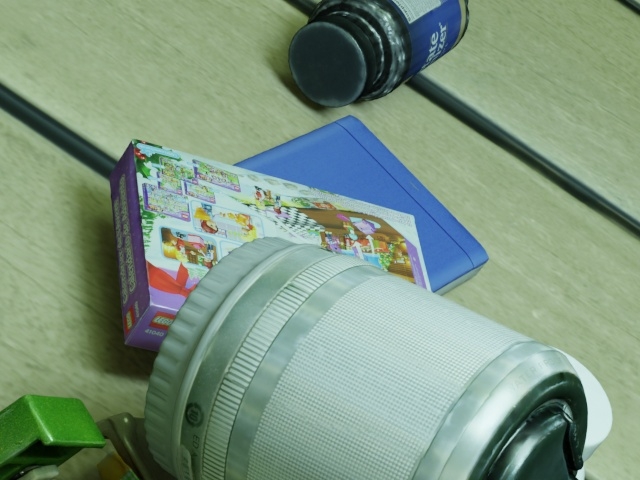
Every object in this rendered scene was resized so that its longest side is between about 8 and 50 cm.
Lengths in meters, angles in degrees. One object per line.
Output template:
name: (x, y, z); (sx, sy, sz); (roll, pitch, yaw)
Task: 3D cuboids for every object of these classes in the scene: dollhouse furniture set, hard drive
dollhouse furniture set: (-0.163, 0.242, 1.482); (0.197, 0.151, 0.301); (58, 14, 17)
hard drive: (0.000, 0.000, 1.880); (0.210, 0.040, 0.319); (47, 39, 14)

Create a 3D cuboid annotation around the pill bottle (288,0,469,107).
pill bottle: (0.060, -0.220, 2.092); (0.123, 0.123, 0.219); (42, 39, 8)

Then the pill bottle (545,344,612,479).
pill bottle: (0.128, 0.197, 1.599); (0.136, 0.245, 0.136); (21, 40, -18)

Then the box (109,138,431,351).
box: (-0.037, 0.031, 1.735); (0.293, 0.057, 0.201); (15, 41, -25)

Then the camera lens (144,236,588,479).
camera lens: (0.038, 0.138, 1.427); (0.274, 0.219, 0.219); (25, 31, 27)
